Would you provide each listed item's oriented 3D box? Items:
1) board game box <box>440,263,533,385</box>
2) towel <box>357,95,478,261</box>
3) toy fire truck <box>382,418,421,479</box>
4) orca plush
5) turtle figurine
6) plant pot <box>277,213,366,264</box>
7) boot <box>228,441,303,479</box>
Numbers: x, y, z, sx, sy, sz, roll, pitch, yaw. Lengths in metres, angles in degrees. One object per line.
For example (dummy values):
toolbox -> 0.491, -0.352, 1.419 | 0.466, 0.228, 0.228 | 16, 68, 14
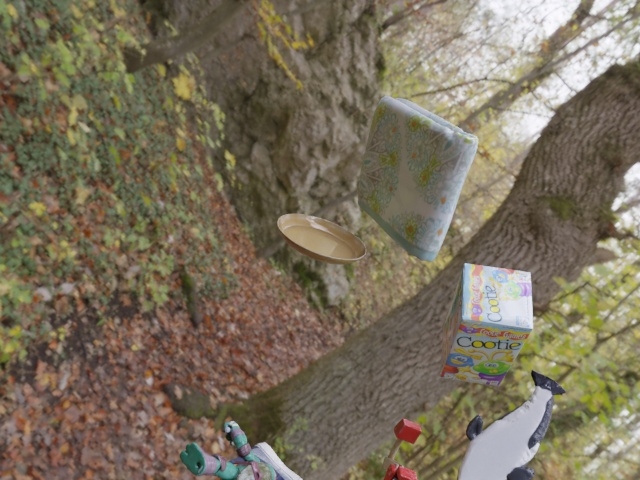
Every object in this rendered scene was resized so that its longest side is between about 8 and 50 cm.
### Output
board game box -> 0.361, 0.194, 1.325 | 0.142, 0.144, 0.275 | 8, -36, 6
towel -> 0.224, -0.169, 1.522 | 0.374, 0.090, 0.321 | 48, -48, 51
toy fire truck -> 0.162, 0.506, 1.314 | 0.047, 0.192, 0.135 | 25, 21, -12
orca plush -> 0.391, 0.405, 1.246 | 0.151, 0.287, 0.102 | 23, -11, 26
turtle figurine -> -0.147, 0.397, 1.004 | 0.118, 0.175, 0.234 | -3, -16, 31
plant pot -> 0.000, 0.000, 1.505 | 0.236, 0.032, 0.236 | 17, 22, -7
boot -> -0.091, 0.453, 1.087 | 0.190, 0.086, 0.069 | 28, -52, 45
